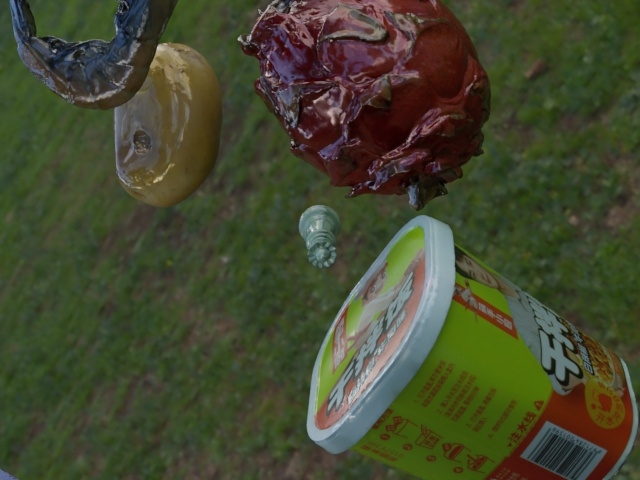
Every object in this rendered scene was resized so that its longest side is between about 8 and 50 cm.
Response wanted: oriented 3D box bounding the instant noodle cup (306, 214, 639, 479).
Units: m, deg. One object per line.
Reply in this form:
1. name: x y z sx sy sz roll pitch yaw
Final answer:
1. instant noodle cup: 0.182 0.169 1.486 0.294 0.307 0.294 -55 14 21

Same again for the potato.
1. potato: -0.210 -0.161 1.796 0.150 0.146 0.234 -11 77 61

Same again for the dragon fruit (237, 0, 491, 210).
1. dragon fruit: 0.068 -0.200 1.665 0.277 0.342 0.277 -36 0 0

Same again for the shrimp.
1. shrimp: -0.258 -0.288 1.469 0.262 0.198 0.051 -61 -3 13

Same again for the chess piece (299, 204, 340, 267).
1. chess piece: 0.000 0.000 1.245 0.042 0.042 0.093 -51 15 18

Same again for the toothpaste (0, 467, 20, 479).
1. toothpaste: -0.507 0.277 1.611 0.076 0.320 0.066 -58 -1 -34
